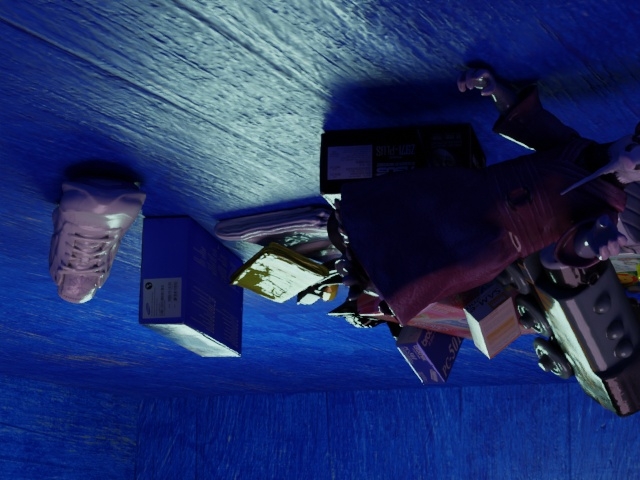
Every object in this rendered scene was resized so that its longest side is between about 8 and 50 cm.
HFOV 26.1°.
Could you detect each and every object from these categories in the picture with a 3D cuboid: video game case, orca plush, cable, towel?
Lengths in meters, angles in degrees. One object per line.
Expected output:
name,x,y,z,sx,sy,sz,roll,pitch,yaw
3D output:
video game case,0.477,0.030,2.227,0.157,0.019,0.143,-5,166,23
orca plush,0.116,0.105,2.162,0.151,0.102,0.287,-30,180,12
cable,-0.003,0.044,2.194,0.139,0.072,0.287,25,157,-13
towel,0.000,0.000,2.107,0.209,0.034,0.285,-7,165,36
towel,-0.068,0.057,2.147,0.102,0.021,0.237,26,160,-11

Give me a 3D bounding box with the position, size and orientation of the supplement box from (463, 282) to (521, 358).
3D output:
supplement box,0.244,0.115,1.959,0.062,0.036,0.098,-36,140,-12

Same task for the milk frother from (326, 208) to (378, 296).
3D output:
milk frother,0.059,-0.008,1.829,0.129,0.135,0.143,35,157,-7

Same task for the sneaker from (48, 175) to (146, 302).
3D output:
sneaker,-0.306,0.002,1.876,0.114,0.152,0.305,7,165,-14

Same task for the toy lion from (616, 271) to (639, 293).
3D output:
toy lion,0.501,0.065,2.363,0.100,0.034,0.096,-7,158,33

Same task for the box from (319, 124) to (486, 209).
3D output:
box,0.102,-0.077,1.649,0.180,0.078,0.147,-2,168,13

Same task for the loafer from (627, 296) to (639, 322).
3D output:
loafer,0.523,0.164,2.500,0.130,0.134,0.366,-6,179,4

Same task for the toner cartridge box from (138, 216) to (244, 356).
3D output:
toner cartridge box,-0.198,0.081,2.185,0.075,0.165,0.348,0,167,11

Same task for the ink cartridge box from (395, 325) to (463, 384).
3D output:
ink cartridge box,0.191,0.118,2.179,0.046,0.207,0.097,-9,129,38

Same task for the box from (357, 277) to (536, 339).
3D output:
box,0.198,0.053,2.050,0.142,0.154,0.300,-9,163,39

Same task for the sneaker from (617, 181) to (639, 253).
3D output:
sneaker,0.381,-0.032,1.796,0.091,0.094,0.258,6,166,26

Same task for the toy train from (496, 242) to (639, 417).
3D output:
toy train,0.368,0.099,1.942,0.190,0.142,0.334,36,160,55

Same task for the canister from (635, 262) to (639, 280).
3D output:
canister,0.567,0.100,2.133,0.073,0.170,0.126,0,159,-35

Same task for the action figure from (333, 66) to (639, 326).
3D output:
action figure,0.204,-0.020,1.432,0.370,0.248,0.276,-19,151,7
